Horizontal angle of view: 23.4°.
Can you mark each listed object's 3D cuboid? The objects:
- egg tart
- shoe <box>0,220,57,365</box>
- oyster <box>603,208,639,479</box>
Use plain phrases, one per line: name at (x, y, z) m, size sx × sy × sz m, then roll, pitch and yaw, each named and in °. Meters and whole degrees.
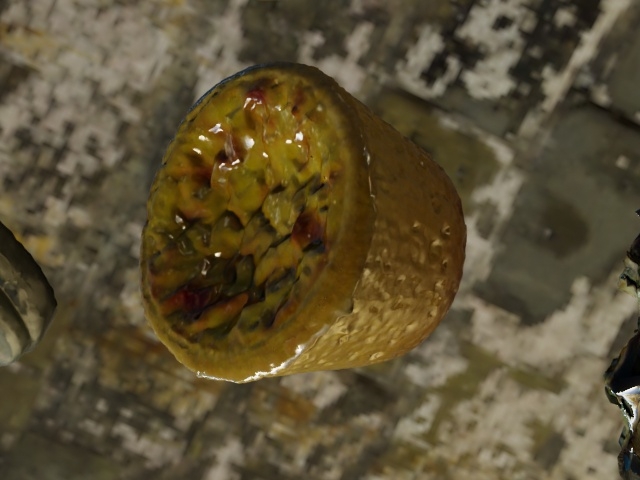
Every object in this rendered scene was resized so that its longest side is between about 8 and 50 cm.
egg tart at (0.000, 0.000, 0.977) m, size 0.202 × 0.147 × 0.202 m, roll -15°, pitch 68°, yaw 42°
shoe at (-0.270, 0.011, 0.773) m, size 0.109 × 0.293 × 0.149 m, roll -20°, pitch 39°, yaw 40°
oyster at (0.218, 0.047, 0.819) m, size 0.260 × 0.092 × 0.198 m, roll -23°, pitch -61°, yaw -40°
